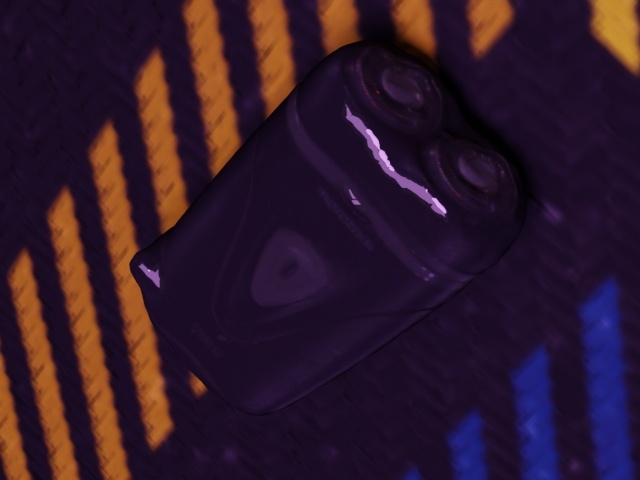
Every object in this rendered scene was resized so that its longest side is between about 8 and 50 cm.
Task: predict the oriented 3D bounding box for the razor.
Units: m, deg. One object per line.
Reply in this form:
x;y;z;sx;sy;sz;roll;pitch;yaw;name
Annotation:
0.000;0.000;0.606;0.090;0.054;0.148;51;129;2;razor
